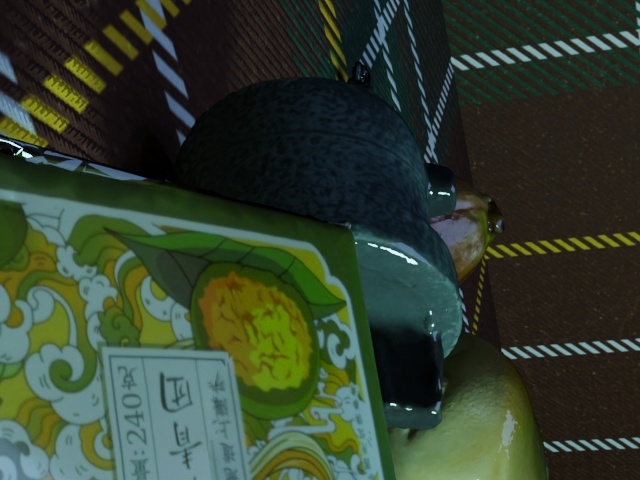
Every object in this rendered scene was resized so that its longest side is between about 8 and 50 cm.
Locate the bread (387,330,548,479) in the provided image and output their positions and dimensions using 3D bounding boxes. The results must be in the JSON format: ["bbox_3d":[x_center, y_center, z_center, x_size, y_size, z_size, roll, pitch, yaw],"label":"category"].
[{"bbox_3d":[0.242,0.363,1.807,0.348,0.253,0.376,-67,146,-52],"label":"bread"}]

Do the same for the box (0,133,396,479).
[{"bbox_3d":[-0.107,0.170,0.556,0.373,0.138,0.420,13,62,-51],"label":"box"}]

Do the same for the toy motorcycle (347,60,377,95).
[{"bbox_3d":[0.059,-0.201,1.721,0.100,0.058,0.173,76,18,-49],"label":"toy motorcycle"}]

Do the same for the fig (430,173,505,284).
[{"bbox_3d":[0.135,-0.007,1.632,0.263,0.224,0.224,-9,95,-31],"label":"fig"}]

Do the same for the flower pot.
[{"bbox_3d":[-0.008,0.041,0.993,0.299,0.299,0.283,67,16,-46],"label":"flower pot"}]
